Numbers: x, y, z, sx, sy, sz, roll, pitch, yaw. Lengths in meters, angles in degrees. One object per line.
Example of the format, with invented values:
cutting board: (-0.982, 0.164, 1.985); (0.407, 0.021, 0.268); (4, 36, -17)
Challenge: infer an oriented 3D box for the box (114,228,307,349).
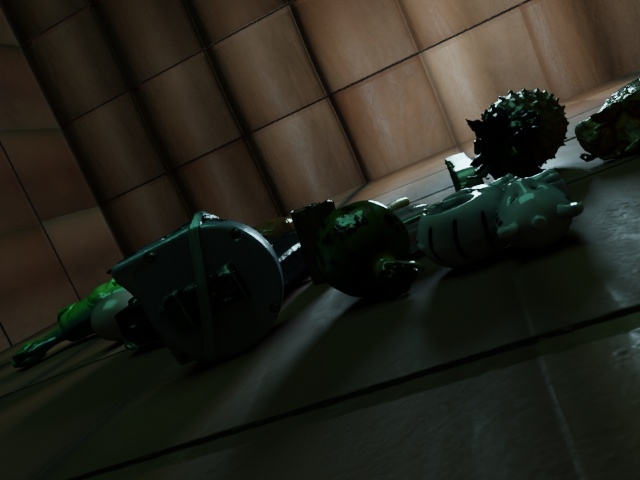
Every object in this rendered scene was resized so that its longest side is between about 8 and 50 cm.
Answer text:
box: (-0.168, 0.073, 1.045); (0.359, 0.090, 0.350); (-18, 9, 23)

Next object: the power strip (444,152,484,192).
power strip: (0.278, -0.119, 1.058); (0.048, 0.080, 0.286); (-20, 8, 14)

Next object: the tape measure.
tape measure: (-0.137, 0.057, 0.694); (0.181, 0.182, 0.107); (-35, 10, 0)

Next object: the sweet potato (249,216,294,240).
sweet potato: (-0.208, 0.052, 1.329); (0.385, 0.109, 0.109); (-34, 10, -24)

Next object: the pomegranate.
pomegranate: (0.062, 0.019, 0.662); (0.122, 0.122, 0.161); (-27, 35, -21)

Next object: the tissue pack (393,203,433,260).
tissue pack: (0.130, -0.014, 0.836); (0.109, 0.060, 0.148); (-25, 6, -2)

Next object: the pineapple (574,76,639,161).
pineapple: (0.510, -0.209, 0.850); (0.237, 0.114, 0.186); (-23, 7, 29)

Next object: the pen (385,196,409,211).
pen: (0.122, -0.045, 1.224); (0.233, 0.032, 0.040); (-30, -14, -37)

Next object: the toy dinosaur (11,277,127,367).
toy dinosaur: (-0.565, 0.175, 1.414); (0.500, 0.143, 0.374); (-24, 10, 44)

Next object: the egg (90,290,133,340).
egg: (-0.428, 0.161, 1.182); (0.103, 0.103, 0.135); (-20, 5, 29)

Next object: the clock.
clock: (0.187, -0.018, 0.603); (0.176, 0.079, 0.117); (-19, 9, 20)

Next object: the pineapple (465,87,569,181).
pineapple: (0.318, -0.158, 0.915); (0.166, 0.165, 0.364); (-19, 11, 33)

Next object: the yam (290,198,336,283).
yam: (0.003, -0.001, 0.901); (0.084, 0.127, 0.084); (-19, 8, 3)
